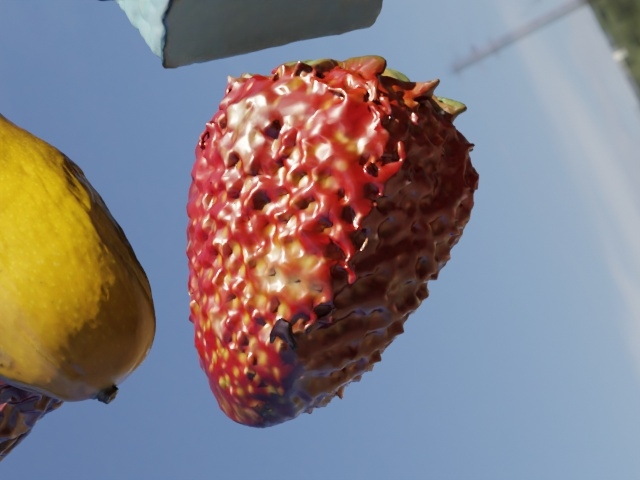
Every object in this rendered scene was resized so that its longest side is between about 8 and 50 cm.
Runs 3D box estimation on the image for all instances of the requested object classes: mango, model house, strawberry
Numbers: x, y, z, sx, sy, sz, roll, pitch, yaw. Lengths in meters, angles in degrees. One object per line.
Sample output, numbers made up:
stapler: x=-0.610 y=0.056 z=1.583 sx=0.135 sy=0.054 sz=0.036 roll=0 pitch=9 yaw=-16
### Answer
mango: x=-0.269 y=-0.013 z=1.555 sx=0.359 sy=0.187 sz=0.144 roll=42 pitch=145 yaw=14
model house: x=-0.100 y=-0.421 z=2.239 sx=0.339 sy=0.360 sz=0.297 roll=45 pitch=138 yaw=36
strawberry: x=0.000 y=-0.001 z=1.869 sx=0.292 sy=0.292 sz=0.343 roll=46 pitch=-130 yaw=-53

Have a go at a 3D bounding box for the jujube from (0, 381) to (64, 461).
jujube: x=-0.343 y=0.142 z=1.984 sx=0.155 sy=0.230 sz=0.155 roll=41 pitch=-154 yaw=-25
